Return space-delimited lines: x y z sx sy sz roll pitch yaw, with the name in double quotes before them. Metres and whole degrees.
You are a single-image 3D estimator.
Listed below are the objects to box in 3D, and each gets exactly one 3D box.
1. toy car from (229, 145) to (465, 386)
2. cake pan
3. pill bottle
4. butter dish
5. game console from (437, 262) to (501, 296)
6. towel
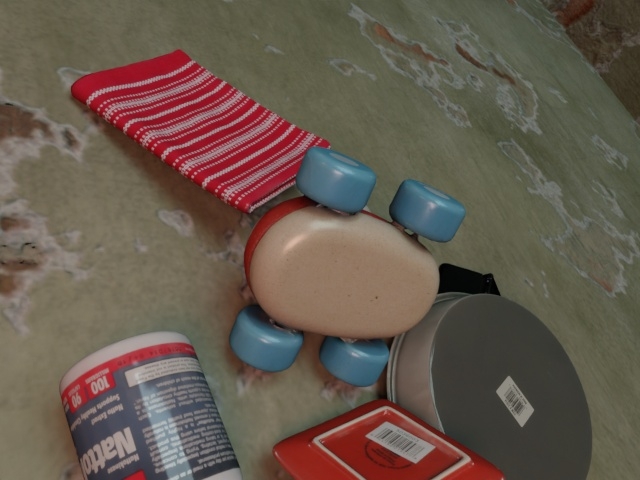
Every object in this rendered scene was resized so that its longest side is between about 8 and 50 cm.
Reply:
"toy car" 0.000 0.000 0.644 0.210 0.219 0.238 15 18 -26
"cake pan" 0.212 0.191 0.672 0.293 0.054 0.293 15 58 -25
"pill bottle" -0.120 0.171 0.429 0.107 0.108 0.180 -7 60 -41
"butter dish" 0.057 0.237 0.512 0.159 0.118 0.160 -10 21 -40
"game console" 0.214 0.102 0.820 0.107 0.071 0.122 62 36 -24
"towel" -0.139 -0.147 0.701 0.274 0.031 0.199 34 40 14
